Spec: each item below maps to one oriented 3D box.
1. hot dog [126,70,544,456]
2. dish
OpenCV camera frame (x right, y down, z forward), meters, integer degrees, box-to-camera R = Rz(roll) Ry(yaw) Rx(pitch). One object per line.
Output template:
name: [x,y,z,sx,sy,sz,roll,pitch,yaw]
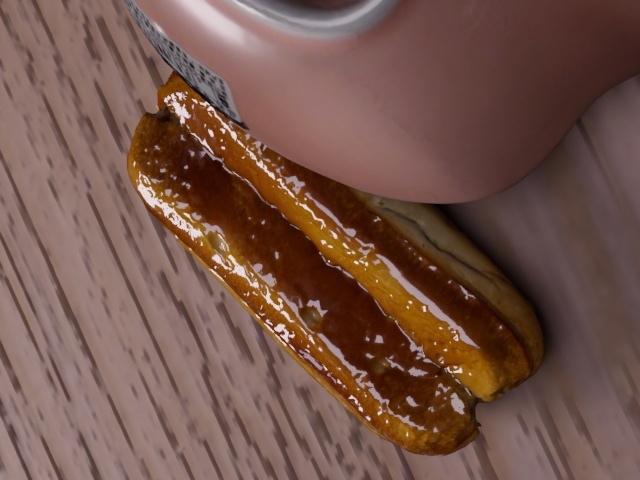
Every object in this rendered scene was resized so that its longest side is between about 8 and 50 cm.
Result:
hot dog: [0.000,0.000,0.551,0.165,0.045,0.071,44,115,14]
dish: [0.020,-0.117,0.473,0.213,0.090,0.213,0,89,18]
